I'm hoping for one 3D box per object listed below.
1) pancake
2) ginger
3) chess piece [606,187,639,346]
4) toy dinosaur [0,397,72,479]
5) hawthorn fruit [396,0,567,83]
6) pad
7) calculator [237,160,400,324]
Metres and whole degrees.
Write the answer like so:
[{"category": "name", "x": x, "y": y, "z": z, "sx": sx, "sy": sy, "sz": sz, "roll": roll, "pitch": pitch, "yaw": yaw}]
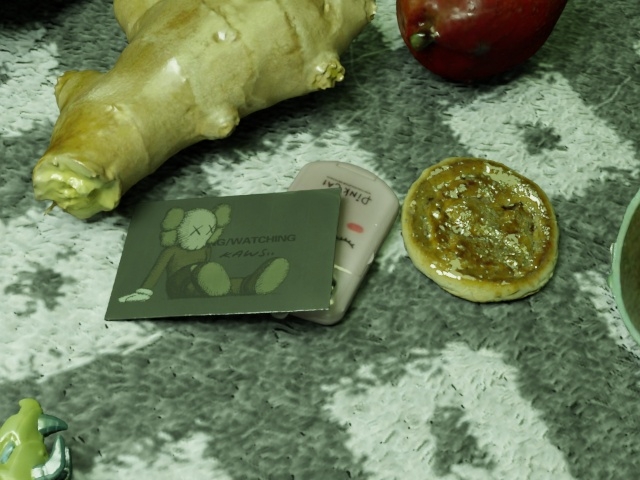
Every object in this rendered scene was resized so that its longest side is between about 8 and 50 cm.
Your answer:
[{"category": "pancake", "x": 0.145, "y": -0.014, "z": 0.818, "sx": 0.158, "sy": 0.028, "sz": 0.158, "roll": 3, "pitch": 55, "yaw": -5}, {"category": "ginger", "x": -0.131, "y": -0.187, "z": 0.840, "sx": 0.376, "sy": 0.166, "sz": 0.236, "roll": -29, "pitch": 76, "yaw": -32}, {"category": "chess piece", "x": 0.411, "y": 0.032, "z": 0.751, "sx": 0.298, "sy": 0.175, "sz": 0.175, "roll": 8, "pitch": 51, "yaw": -16}, {"category": "toy dinosaur", "x": -0.227, "y": 0.230, "z": 0.567, "sx": 0.153, "sy": 0.094, "sz": 0.259, "roll": -9, "pitch": 63, "yaw": -8}, {"category": "hawthorn fruit", "x": 0.150, "y": -0.240, "z": 0.901, "sx": 0.169, "sy": 0.169, "sz": 0.188, "roll": 41, "pitch": 48, "yaw": 23}, {"category": "pad", "x": -0.079, "y": 0.010, "z": 0.762, "sx": 0.190, "sy": 0.004, "sz": 0.127, "roll": -3, "pitch": 51, "yaw": 11}, {"category": "calculator", "x": 0.000, "y": 0.000, "z": 0.791, "sx": 0.100, "sy": 0.032, "sz": 0.175, "roll": 22, "pitch": 55, "yaw": 11}]
